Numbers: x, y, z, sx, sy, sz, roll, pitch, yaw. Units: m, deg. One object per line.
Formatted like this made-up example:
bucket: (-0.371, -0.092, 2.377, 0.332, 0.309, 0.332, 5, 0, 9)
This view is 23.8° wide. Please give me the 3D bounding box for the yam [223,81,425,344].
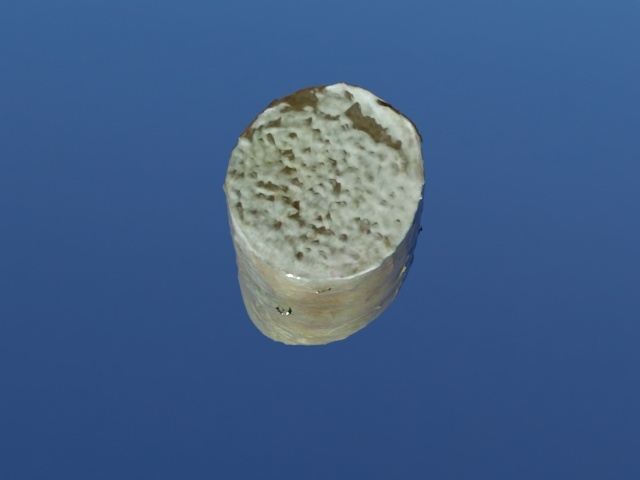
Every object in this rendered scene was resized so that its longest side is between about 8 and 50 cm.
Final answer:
yam: (0.000, 0.000, 0.809, 0.106, 0.106, 0.259, 5, 168, 1)
